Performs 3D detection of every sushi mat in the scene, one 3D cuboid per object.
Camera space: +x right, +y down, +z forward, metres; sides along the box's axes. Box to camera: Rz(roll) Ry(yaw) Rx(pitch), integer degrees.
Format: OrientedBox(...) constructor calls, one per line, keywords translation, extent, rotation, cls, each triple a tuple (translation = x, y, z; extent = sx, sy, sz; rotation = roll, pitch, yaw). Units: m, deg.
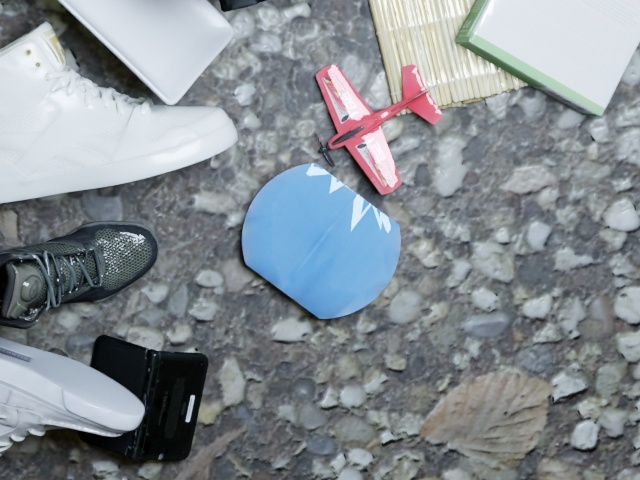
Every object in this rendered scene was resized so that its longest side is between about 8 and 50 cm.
OrientedBox(translation=(0.117, -0.294, 1.770), extent=(0.151, 0.019, 0.317), rotation=(-15, 101, -3), cls="sushi mat")

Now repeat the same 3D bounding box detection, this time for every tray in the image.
OrientedBox(translation=(-0.219, -0.263, 1.710), extent=(0.270, 0.145, 0.030), rotation=(44, 136, -10), cls="tray")

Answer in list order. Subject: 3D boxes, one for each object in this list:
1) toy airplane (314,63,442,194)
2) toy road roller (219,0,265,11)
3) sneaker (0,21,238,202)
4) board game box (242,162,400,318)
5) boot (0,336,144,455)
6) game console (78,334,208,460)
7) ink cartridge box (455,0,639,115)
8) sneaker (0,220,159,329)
OrientedBox(translation=(0.061, -0.131, 1.779), extent=(0.151, 0.028, 0.151), rotation=(2, 99, 15), cls="toy airplane")
OrientedBox(translation=(-0.044, -0.350, 1.673), extent=(0.329, 0.240, 0.202), rotation=(-24, 102, -30), cls="toy road roller")
OrientedBox(translation=(-0.240, -0.143, 1.723), extent=(0.292, 0.108, 0.169), rotation=(-10, 104, -1), cls="sneaker")
OrientedBox(translation=(0.000, 0.000, 1.806), extent=(0.168, 0.033, 0.133), rotation=(36, 100, -4), cls="board game box")
OrientedBox(translation=(-0.321, 0.181, 1.784), extent=(0.258, 0.095, 0.123), rotation=(21, 104, 5), cls="boot")
OrientedBox(translation=(-0.191, 0.170, 1.830), extent=(0.107, 0.071, 0.122), rotation=(5, 102, -36), cls="game console")
OrientedBox(translation=(0.270, -0.271, 1.760), extent=(0.171, 0.056, 0.235), rotation=(27, 89, -15), cls="ink cartridge box")
OrientedBox(translation=(-0.268, 0.039, 1.734), extent=(0.227, 0.130, 0.087), rotation=(-10, 104, -17), cls="sneaker")
